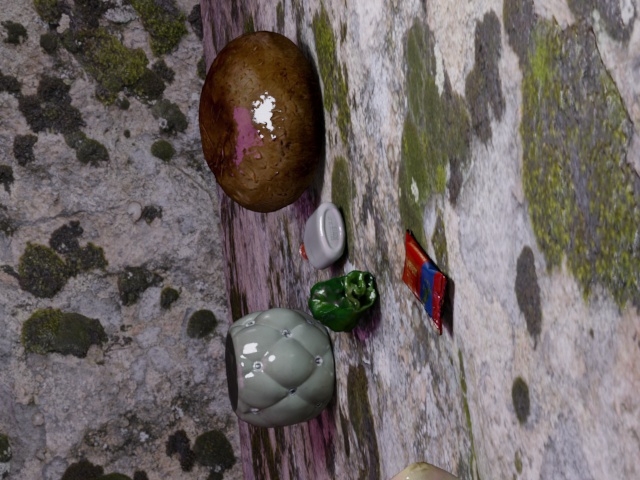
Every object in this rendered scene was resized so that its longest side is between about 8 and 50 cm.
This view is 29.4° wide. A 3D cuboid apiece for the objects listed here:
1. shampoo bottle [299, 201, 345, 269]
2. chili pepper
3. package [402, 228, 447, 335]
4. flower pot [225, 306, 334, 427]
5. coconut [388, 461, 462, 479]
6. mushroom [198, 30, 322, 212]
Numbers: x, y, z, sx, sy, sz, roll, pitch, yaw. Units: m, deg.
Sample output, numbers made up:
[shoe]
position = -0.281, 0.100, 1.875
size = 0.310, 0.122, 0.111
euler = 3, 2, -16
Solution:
[shampoo bottle]
position = 0.000, 0.000, 2.270
size = 0.221, 0.051, 0.108
euler = 137, 125, -74
[chili pepper]
position = 0.037, 0.108, 2.088
size = 0.253, 0.083, 0.099
euler = 155, 119, -73
[package]
position = 0.143, 0.054, 1.702
size = 0.200, 0.022, 0.083
euler = -119, 27, -66
[flower pot]
position = -0.081, 0.251, 2.403
size = 0.246, 0.195, 0.246
euler = 177, 90, -78
[coconut]
position = 0.132, 0.366, 1.554
size = 0.171, 0.170, 0.183
euler = -151, 54, -75
[mushroom]
position = -0.117, -0.225, 2.369
size = 0.345, 0.239, 0.345
euler = 47, 156, 29
